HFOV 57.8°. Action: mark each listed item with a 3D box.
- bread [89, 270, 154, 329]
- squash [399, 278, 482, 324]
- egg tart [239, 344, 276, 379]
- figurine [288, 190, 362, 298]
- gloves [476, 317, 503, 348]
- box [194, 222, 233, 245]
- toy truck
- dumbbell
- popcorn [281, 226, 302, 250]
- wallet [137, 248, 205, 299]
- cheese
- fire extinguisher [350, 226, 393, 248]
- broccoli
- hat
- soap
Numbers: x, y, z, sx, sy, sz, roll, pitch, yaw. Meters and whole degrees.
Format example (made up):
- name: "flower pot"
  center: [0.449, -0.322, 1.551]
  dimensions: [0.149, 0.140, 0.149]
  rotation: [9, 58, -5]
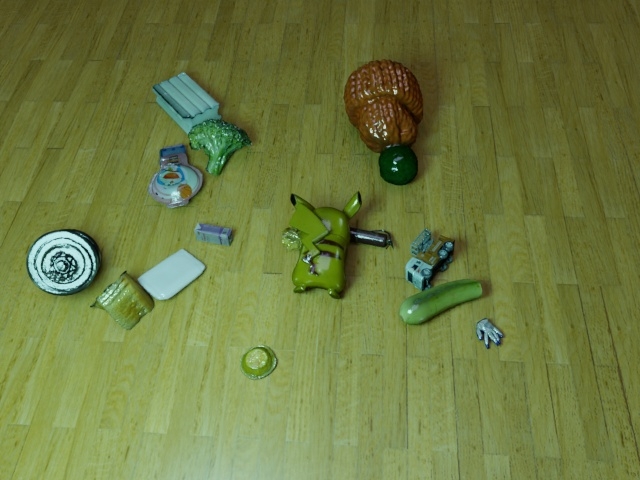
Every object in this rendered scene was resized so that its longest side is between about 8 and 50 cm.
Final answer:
- name: "bread"
  center: [-0.603, 0.153, 1.694]
  dimensions: [0.160, 0.169, 0.140]
  rotation: [23, 60, 36]
- name: "squash"
  center: [0.337, 0.172, 1.652]
  dimensions: [0.250, 0.083, 0.083]
  rotation: [-19, 56, -13]
- name: "egg tart"
  center: [-0.174, 0.332, 1.596]
  dimensions: [0.105, 0.039, 0.105]
  rotation: [-1, 57, 2]
- name: "figurine"
  center: [-0.001, 0.007, 1.723]
  dimensions: [0.218, 0.169, 0.327]
  rotation: [9, 59, -2]
- name: "gloves"
  center: [0.466, 0.260, 1.612]
  dimensions: [0.064, 0.026, 0.086]
  rotation: [-30, 64, -14]
- name: "box"
  center: [-0.339, -0.018, 1.840]
  dimensions: [0.117, 0.051, 0.036]
  rotation: [9, 49, 11]
- name: "toy truck"
  center: [0.314, 0.057, 1.729]
  dimensions: [0.115, 0.080, 0.178]
  rotation: [29, 61, 27]
- name: "dumbbell"
  center: [-0.747, 0.060, 1.697]
  dimensions: [0.192, 0.290, 0.192]
  rotation: [-1, 94, -18]
- name: "popcorn"
  center: [-0.081, -0.008, 1.812]
  dimensions: [0.083, 0.057, 0.082]
  rotation: [-25, 59, -16]
- name: "wallet"
  center: [-0.450, 0.105, 1.762]
  dimensions: [0.124, 0.032, 0.183]
  rotation: [34, 54, 24]
- name: "cheese"
  center: [-0.497, -0.222, 1.977]
  dimensions: [0.188, 0.074, 0.286]
  rotation: [-10, 54, -5]
- name: "fire extinguisher"
  center: [0.158, -0.012, 1.808]
  dimensions: [0.157, 0.045, 0.078]
  rotation: [11, 47, 12]
- name: "broccoli"
  center: [-0.352, -0.319, 1.997]
  dimensions: [0.219, 0.194, 0.194]
  rotation: [16, 55, -14]
- name: "hat"
  center: [0.203, -0.381, 1.956]
  dimensions: [0.285, 0.285, 0.400]
  rotation: [4, 70, 6]
- name: "soap"
  center: [-0.503, -0.514, 2.173]
  dimensions: [0.150, 0.094, 0.261]
  rotation: [-32, 58, -23]
